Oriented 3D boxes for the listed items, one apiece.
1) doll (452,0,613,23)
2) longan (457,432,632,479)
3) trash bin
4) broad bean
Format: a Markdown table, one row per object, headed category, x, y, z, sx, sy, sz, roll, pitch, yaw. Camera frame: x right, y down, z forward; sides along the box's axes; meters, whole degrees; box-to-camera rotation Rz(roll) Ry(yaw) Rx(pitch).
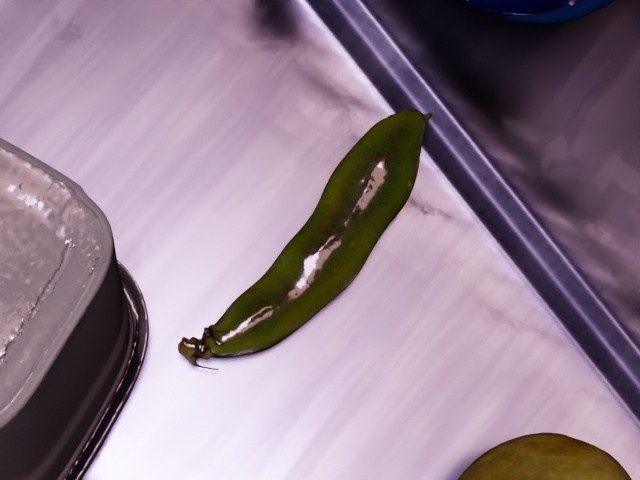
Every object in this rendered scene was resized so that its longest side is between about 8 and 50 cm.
| category | x | y | z | sx | sy | sz | roll | pitch | yaw |
| --- | --- | --- | --- | --- | --- | --- | --- | --- | --- |
| doll | 0.115 | -0.275 | 1.100 | 0.310 | 0.240 | 0.284 | 5 | 50 | 11 |
| longan | 0.157 | 0.211 | 1.053 | 0.176 | 0.145 | 0.154 | 27 | 102 | -39 |
| trash bin | -0.232 | 0.054 | 0.991 | 0.220 | 0.250 | 0.219 | 28 | 71 | 1 |
| broad bean | 0.003 | 0.003 | 1.123 | 0.065 | 0.046 | 0.254 | 41 | 79 | 3 |
